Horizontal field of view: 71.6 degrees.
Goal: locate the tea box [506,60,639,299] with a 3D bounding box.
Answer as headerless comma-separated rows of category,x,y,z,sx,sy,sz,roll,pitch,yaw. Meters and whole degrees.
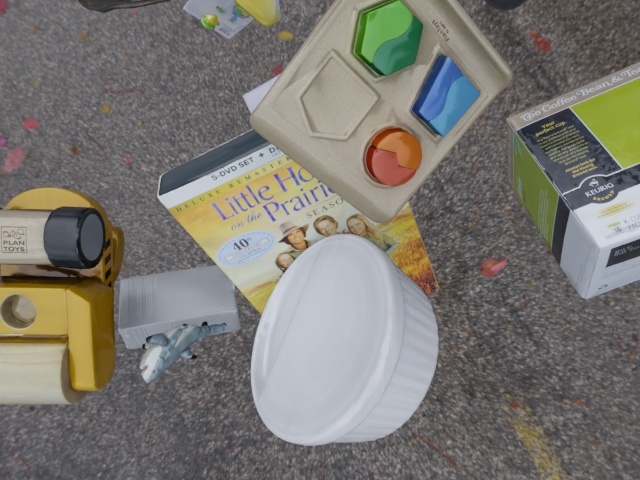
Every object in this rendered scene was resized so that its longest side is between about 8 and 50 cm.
tea box,0.570,-0.122,0.815,0.328,0.220,0.324,-22,55,11

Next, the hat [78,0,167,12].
hat,-0.300,-0.534,0.708,0.330,0.134,0.332,-4,69,11

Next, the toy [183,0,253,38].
toy,-0.218,-0.586,1.067,0.136,0.237,0.056,23,69,-36

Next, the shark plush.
shark plush,-0.244,0.187,0.788,0.161,0.073,0.067,-18,76,-45

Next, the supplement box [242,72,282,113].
supplement box,-0.049,-0.290,0.917,0.130,0.239,0.073,-23,97,18

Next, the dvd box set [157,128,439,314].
dvd box set,0.000,0.000,0.704,0.307,0.421,0.062,-23,43,7

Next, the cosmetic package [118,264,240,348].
cosmetic package,-0.297,0.138,0.949,0.237,0.107,0.127,-5,53,-13

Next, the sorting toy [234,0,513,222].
sorting toy,0.037,-0.172,0.451,0.307,0.041,0.229,34,105,-28

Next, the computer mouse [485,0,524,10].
computer mouse,0.315,-0.502,0.716,0.184,0.262,0.060,32,63,-4

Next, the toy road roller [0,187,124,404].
toy road roller,-0.433,0.079,0.736,0.202,0.240,0.330,1,96,-2

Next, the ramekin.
ramekin,0.033,0.136,0.595,0.127,0.272,0.273,28,84,-33
